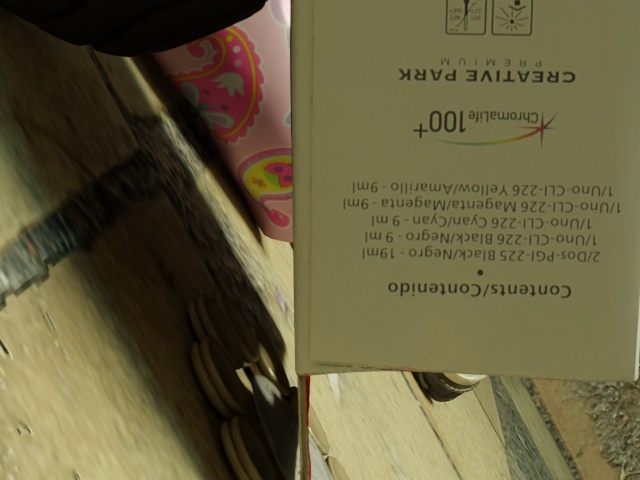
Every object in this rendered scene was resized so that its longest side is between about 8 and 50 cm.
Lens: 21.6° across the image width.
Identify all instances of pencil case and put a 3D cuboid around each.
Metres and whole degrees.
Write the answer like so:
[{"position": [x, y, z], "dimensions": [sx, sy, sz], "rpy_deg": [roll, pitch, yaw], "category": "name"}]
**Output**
[{"position": [-0.045, -0.132, 0.939], "dimensions": [0.284, 0.124, 0.124], "rpy_deg": [59, 8, -31], "category": "pencil case"}]

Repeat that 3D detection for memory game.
[{"position": [-0.010, 0.103, 0.726], "dimensions": [0.186, 0.012, 0.186], "rpy_deg": [60, 8, -13], "category": "memory game"}]

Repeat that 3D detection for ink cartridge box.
[{"position": [0.053, -0.046, 0.731], "dimensions": [0.309, 0.130, 0.272], "rpy_deg": [-88, 179, -77], "category": "ink cartridge box"}]

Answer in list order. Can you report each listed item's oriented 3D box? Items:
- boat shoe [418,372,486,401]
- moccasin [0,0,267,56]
[{"position": [0.068, 0.045, 1.413], "dimensions": [0.206, 0.075, 0.065], "rpy_deg": [59, -38, 19], "category": "boat shoe"}, {"position": [-0.122, -0.191, 0.608], "dimensions": [0.380, 0.139, 0.147], "rpy_deg": [36, 34, -54], "category": "moccasin"}]
